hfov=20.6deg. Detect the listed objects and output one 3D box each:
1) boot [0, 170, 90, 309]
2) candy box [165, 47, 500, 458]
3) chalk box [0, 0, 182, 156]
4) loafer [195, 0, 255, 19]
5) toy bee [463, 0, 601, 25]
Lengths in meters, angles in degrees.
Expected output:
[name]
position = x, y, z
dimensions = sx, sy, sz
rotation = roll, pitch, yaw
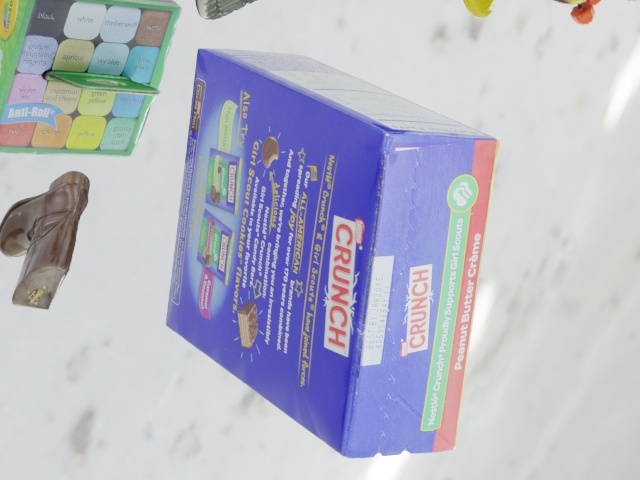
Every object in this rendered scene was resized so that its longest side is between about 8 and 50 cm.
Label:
[boot]
position = -0.207, 0.015, 1.258
dimensions = 0.106, 0.037, 0.114
rotation = -41, -150, 35
[candy box]
position = 0.000, 0.000, 1.485
dimensions = 0.122, 0.317, 0.268
rotation = -2, 109, -31
[chalk box]
position = -0.272, -0.196, 1.783
dimensions = 0.180, 0.289, 0.179
rotation = 2, 119, -40
[loafer]
position = -0.055, -0.233, 1.122
dimensions = 0.094, 0.087, 0.251
rotation = -27, 160, -19
[toy bee]
position = 0.188, -0.257, 1.547
dimensions = 0.195, 0.298, 0.162
rotation = -42, 141, -23
